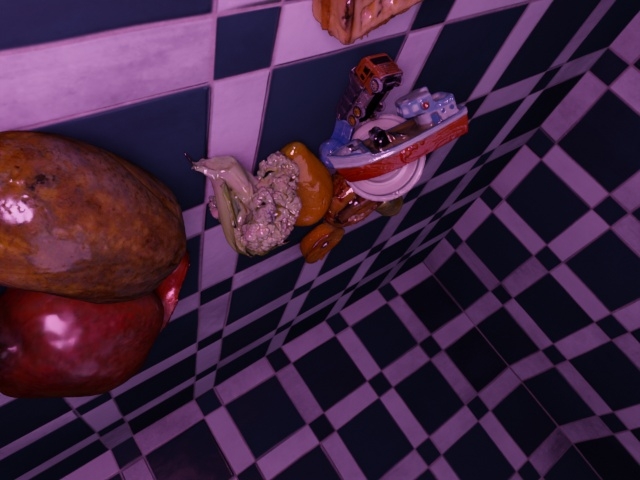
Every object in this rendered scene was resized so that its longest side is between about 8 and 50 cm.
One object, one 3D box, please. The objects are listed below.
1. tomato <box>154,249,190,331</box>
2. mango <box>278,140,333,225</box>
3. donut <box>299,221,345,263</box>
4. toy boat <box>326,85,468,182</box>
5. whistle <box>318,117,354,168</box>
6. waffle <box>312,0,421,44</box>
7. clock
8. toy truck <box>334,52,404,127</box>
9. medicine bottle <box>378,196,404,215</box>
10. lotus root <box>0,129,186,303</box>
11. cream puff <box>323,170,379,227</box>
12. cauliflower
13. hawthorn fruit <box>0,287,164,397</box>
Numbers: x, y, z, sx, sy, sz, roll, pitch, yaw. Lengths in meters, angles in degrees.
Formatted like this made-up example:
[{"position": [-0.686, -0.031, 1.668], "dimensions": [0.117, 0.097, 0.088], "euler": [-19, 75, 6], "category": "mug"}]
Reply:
[{"position": [-0.402, 0.106, 1.136], "dimensions": [0.101, 0.228, 0.228], "euler": [25, 125, -26], "category": "tomato"}, {"position": [-0.054, -0.142, 1.229], "dimensions": [0.176, 0.119, 0.317], "euler": [-18, 148, -2], "category": "mango"}, {"position": [0.000, 0.000, 1.743], "dimensions": [0.190, 0.074, 0.174], "euler": [-46, 159, 13], "category": "donut"}, {"position": [0.172, -0.254, 1.097], "dimensions": [0.332, 0.133, 0.145], "euler": [-27, -154, 3], "category": "toy boat"}, {"position": [0.038, -0.242, 1.215], "dimensions": [0.090, 0.090, 0.158], "euler": [-29, 158, -22], "category": "whistle"}, {"position": [0.115, -0.502, 0.679], "dimensions": [0.261, 0.114, 0.376], "euler": [-31, 161, -13], "category": "waffle"}, {"position": [0.158, -0.223, 1.228], "dimensions": [0.236, 0.236, 0.053], "euler": [-43, 166, 17], "category": "clock"}, {"position": [0.108, -0.346, 1.085], "dimensions": [0.083, 0.092, 0.192], "euler": [-25, 167, -31], "category": "toy truck"}, {"position": [0.231, -0.159, 1.707], "dimensions": [0.124, 0.124, 0.239], "euler": [-41, 162, 14], "category": "medicine bottle"}, {"position": [-0.391, -0.032, 0.719], "dimensions": [0.250, 0.250, 0.346], "euler": [-41, 155, 13], "category": "lotus root"}, {"position": [0.099, -0.143, 1.443], "dimensions": [0.240, 0.164, 0.240], "euler": [-28, 174, -3], "category": "cream puff"}, {"position": [-0.167, -0.099, 1.026], "dimensions": [0.239, 0.256, 0.315], "euler": [-23, 135, 16], "category": "cauliflower"}, {"position": [-0.493, 0.183, 0.939], "dimensions": [0.325, 0.308, 0.308], "euler": [-52, 175, -42], "category": "hawthorn fruit"}]
